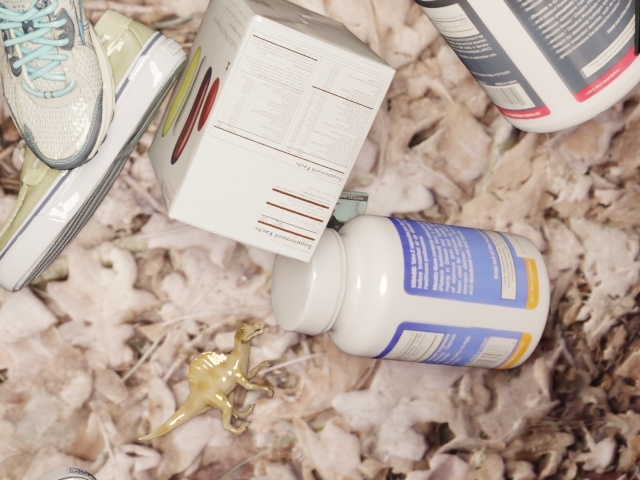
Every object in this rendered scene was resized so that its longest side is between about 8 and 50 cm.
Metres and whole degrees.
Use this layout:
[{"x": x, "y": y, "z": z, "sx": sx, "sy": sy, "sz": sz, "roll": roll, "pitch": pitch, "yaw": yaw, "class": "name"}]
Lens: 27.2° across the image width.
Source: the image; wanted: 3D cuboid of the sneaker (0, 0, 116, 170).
[{"x": -0.263, "y": -0.202, "z": 1.198, "sx": 0.110, "sy": 0.122, "sz": 0.283, "roll": -7, "pitch": 95, "yaw": 8, "class": "sneaker"}]

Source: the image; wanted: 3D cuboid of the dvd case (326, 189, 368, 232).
[{"x": 0.000, "y": 0.000, "z": 1.452, "sx": 0.087, "sy": 0.013, "sz": 0.119, "roll": 6, "pitch": 110, "yaw": -17, "class": "dvd case"}]

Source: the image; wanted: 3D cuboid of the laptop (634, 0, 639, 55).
[{"x": 0.264, "y": -0.347, "z": 1.254, "sx": 0.264, "sy": 0.234, "sz": 0.136, "roll": 38, "pitch": 131, "yaw": 1, "class": "laptop"}]

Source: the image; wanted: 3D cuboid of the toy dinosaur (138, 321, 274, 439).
[{"x": -0.115, "y": 0.171, "z": 1.482, "sx": 0.092, "sy": 0.053, "sz": 0.183, "roll": 42, "pitch": 90, "yaw": -10, "class": "toy dinosaur"}]

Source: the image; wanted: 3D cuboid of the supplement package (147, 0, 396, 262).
[{"x": -0.056, "y": -0.122, "z": 1.285, "sx": 0.149, "sy": 0.194, "sz": 0.203, "roll": 19, "pitch": 106, "yaw": -20, "class": "supplement package"}]

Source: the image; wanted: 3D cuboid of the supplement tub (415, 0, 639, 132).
[{"x": 0.194, "y": -0.257, "z": 1.296, "sx": 0.191, "sy": 0.191, "sz": 0.272, "roll": -40, "pitch": 117, "yaw": 4, "class": "supplement tub"}]

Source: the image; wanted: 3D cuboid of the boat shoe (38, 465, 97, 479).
[{"x": -0.333, "y": 0.401, "z": 1.480, "sx": 0.113, "sy": 0.105, "sz": 0.306, "roll": 33, "pitch": 100, "yaw": -24, "class": "boat shoe"}]

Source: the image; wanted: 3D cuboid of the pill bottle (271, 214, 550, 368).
[{"x": 0.093, "y": 0.053, "z": 1.410, "sx": 0.272, "sy": 0.152, "sz": 0.152, "roll": 8, "pitch": 110, "yaw": -23, "class": "pill bottle"}]

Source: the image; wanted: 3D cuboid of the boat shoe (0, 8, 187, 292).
[{"x": -0.247, "y": -0.088, "z": 1.314, "sx": 0.094, "sy": 0.109, "sz": 0.302, "roll": 35, "pitch": 97, "yaw": 0, "class": "boat shoe"}]
